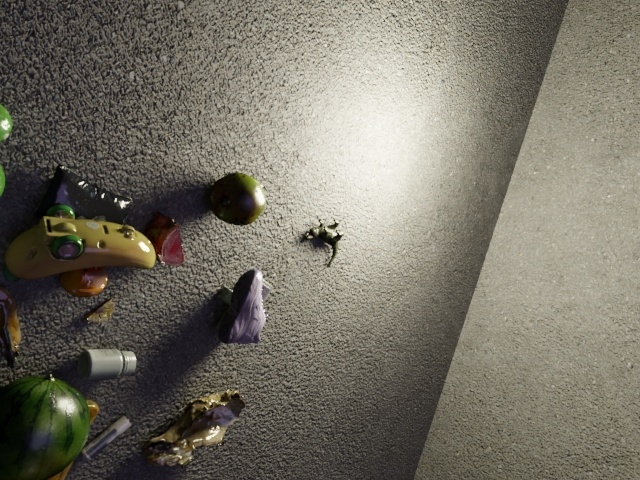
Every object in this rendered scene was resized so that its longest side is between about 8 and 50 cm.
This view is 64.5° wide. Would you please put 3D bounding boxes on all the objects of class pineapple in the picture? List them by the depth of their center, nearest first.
[{"bbox_3d":[-0.574,0.192,1.331,0.083,0.019,0.045,-41,127,-32],"label":"pineapple"}]

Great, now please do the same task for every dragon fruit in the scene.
[{"bbox_3d":[-0.432,0.009,1.355,0.096,0.102,0.147,-28,128,-34],"label":"dragon fruit"}]

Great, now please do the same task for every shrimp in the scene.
[{"bbox_3d":[-0.752,0.205,1.131,0.152,0.046,0.219,-22,116,-40],"label":"shrimp"}]

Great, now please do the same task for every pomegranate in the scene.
[{"bbox_3d":[-0.232,-0.126,1.482,0.205,0.159,0.159,-44,137,-59],"label":"pomegranate"}]

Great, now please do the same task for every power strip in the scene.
[{"bbox_3d":[-0.266,0.200,1.631,0.145,0.061,0.215,44,72,-38],"label":"power strip"}]

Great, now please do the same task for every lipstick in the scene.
[{"bbox_3d":[-0.601,0.555,1.425,0.141,0.040,0.040,-39,129,-30],"label":"lipstick"}]

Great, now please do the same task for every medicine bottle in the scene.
[{"bbox_3d":[-0.566,0.329,1.346,0.130,0.080,0.080,13,95,-48],"label":"medicine bottle"}]

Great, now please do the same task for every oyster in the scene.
[{"bbox_3d":[-0.386,0.597,1.596,0.337,0.133,0.197,-34,129,-30],"label":"oyster"}]

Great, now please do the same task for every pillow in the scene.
[{"bbox_3d":[-0.562,-0.076,1.219,0.208,0.055,0.141,31,75,-49],"label":"pillow"}]

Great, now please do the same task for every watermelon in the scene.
[{"bbox_3d":[-0.664,0.434,1.173,0.242,0.242,0.242,-19,118,-40],"label":"watermelon"}]

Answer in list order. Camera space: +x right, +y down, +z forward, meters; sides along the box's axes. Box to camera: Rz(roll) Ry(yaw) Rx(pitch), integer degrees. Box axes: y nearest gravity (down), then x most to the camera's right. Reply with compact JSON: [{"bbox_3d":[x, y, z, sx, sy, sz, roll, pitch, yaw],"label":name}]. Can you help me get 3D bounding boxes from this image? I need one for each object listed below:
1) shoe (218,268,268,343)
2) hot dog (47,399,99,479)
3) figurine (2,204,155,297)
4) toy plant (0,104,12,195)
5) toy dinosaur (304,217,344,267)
[{"bbox_3d":[-0.215,0.214,1.581,0.138,0.095,0.245,22,89,-40],"label":"shoe"},{"bbox_3d":[-0.676,0.554,1.332,0.088,0.061,0.286,43,72,-49],"label":"hot dog"},{"bbox_3d":[-0.551,0.046,1.189,0.324,0.124,0.222,6,127,-42],"label":"figurine"},{"bbox_3d":[-0.697,-0.184,0.966,0.235,0.175,0.218,29,76,-73],"label":"toy plant"},{"bbox_3d":[0.000,0.000,1.853,0.187,0.087,0.179,15,131,-33],"label":"toy dinosaur"}]
